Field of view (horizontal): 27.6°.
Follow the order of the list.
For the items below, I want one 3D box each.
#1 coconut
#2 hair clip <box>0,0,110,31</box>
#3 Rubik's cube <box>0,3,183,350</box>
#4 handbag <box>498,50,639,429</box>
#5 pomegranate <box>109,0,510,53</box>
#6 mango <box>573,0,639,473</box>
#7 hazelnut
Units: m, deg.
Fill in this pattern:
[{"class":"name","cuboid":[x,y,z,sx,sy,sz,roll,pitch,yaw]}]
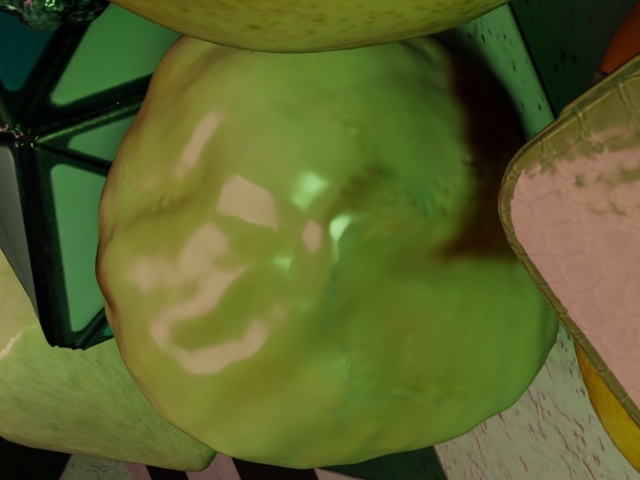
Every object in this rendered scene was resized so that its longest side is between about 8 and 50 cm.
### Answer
[{"class":"coconut","cuboid":[-0.164,0.065,1.147,0.329,0.329,0.329,52,156,34]},{"class":"hair clip","cuboid":[-0.099,-0.246,0.669,0.310,0.206,0.194,112,148,-60]},{"class":"Rubik's cube","cuboid":[-0.134,-0.113,0.911,0.250,0.246,0.248,55,159,28]},{"class":"handbag","cuboid":[0.162,-0.012,0.384,0.193,0.072,0.151,-33,82,31]},{"class":"pomegranate","cuboid":[0.010,-0.208,0.403,0.319,0.319,0.319,52,156,34]},{"class":"mango","cuboid":[0.155,0.005,0.510,0.147,0.109,0.227,-108,8,-59]},{"class":"hazelnut","cuboid":[0.000,0.000,0.713,0.241,0.261,0.261,-120,13,-70]}]
